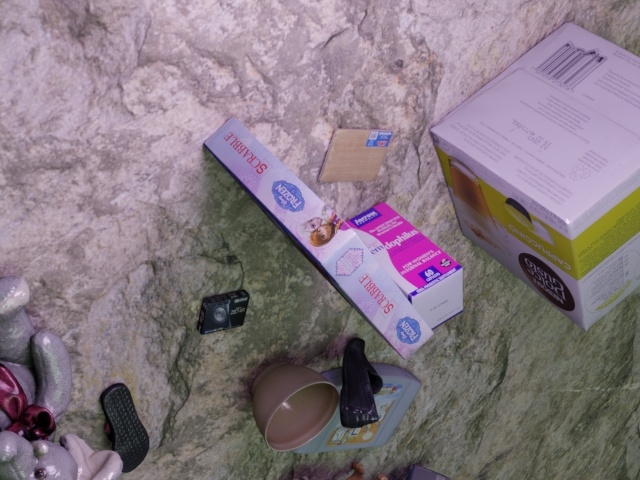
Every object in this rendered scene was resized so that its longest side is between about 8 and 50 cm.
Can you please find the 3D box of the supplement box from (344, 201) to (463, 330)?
[{"bbox_3d":[0.134,0.049,1.670,0.111,0.220,0.114,-29,137,-21],"label":"supplement box"}]

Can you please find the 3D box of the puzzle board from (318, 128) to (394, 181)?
[{"bbox_3d":[0.059,-0.142,1.605,0.128,0.011,0.096,-5,124,-40],"label":"puzzle board"}]

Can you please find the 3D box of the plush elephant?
[{"bbox_3d":[-0.430,0.272,1.323,0.272,0.255,0.330,-33,139,-16],"label":"plush elephant"}]

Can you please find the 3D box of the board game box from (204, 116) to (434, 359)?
[{"bbox_3d":[0.000,0.000,1.432,0.066,0.318,0.318,-43,140,-2],"label":"board game box"}]

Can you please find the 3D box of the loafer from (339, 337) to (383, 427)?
[{"bbox_3d":[0.079,0.266,1.818,0.078,0.223,0.076,-1,123,4],"label":"loafer"}]

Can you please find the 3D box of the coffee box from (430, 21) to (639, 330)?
[{"bbox_3d":[0.457,-0.114,1.727,0.338,0.337,0.334,-38,141,-11],"label":"coffee box"}]

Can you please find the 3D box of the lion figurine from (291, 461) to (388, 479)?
[{"bbox_3d":[0.037,0.640,2.137,0.240,0.142,0.392,-38,135,-32],"label":"lion figurine"}]

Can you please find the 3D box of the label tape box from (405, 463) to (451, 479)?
[{"bbox_3d":[0.197,0.712,2.235,0.333,0.106,0.240,-55,167,-66],"label":"label tape box"}]

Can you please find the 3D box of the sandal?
[{"bbox_3d":[-0.332,0.310,1.624,0.067,0.040,0.179,-26,122,-32],"label":"sandal"}]

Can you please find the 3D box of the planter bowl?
[{"bbox_3d":[-0.061,0.292,1.788,0.162,0.109,0.162,-24,136,-25],"label":"planter bowl"}]

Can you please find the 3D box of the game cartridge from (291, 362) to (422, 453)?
[{"bbox_3d":[0.078,0.345,2.006,0.297,0.062,0.198,6,122,-44],"label":"game cartridge"}]

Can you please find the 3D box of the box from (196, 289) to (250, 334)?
[{"bbox_3d":[-0.163,0.120,1.623,0.083,0.018,0.067,-9,129,-37],"label":"box"}]
